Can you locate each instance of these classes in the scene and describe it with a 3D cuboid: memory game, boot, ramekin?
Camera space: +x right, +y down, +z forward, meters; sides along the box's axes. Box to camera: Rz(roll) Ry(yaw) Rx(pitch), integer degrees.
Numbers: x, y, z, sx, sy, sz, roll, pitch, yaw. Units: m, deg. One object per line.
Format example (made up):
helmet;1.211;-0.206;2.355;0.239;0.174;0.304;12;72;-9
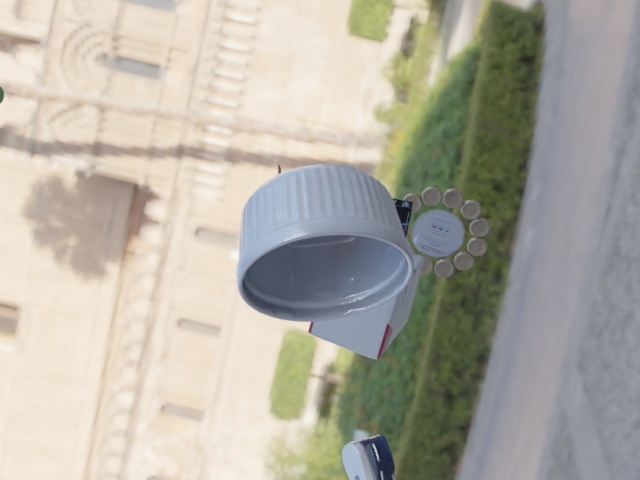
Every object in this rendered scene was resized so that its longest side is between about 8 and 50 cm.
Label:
memory game;0.215;-0.015;2.381;0.012;0.186;0.186;-79;0;-62
boot;0.103;0.440;2.319;0.069;0.086;0.190;-15;86;49
ramekin;0.000;0.000;1.536;0.207;0.207;0.109;98;166;-58

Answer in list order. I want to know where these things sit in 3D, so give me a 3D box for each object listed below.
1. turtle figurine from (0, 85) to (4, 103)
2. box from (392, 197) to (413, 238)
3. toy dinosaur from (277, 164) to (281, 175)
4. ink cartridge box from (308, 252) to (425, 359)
turtle figurine;-0.741;-0.289;2.460;0.275;0.266;0.198;-112;16;-77
box;0.089;-0.021;1.831;0.018;0.067;0.083;-76;-3;-56
toy dinosaur;-0.017;0.012;1.785;0.112;0.211;0.064;-46;-14;-7
ink cartridge box;0.078;0.088;2.133;0.176;0.127;0.128;-40;-33;-65
